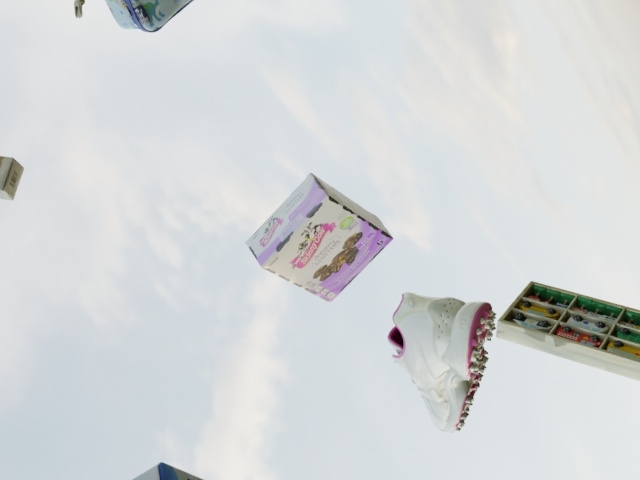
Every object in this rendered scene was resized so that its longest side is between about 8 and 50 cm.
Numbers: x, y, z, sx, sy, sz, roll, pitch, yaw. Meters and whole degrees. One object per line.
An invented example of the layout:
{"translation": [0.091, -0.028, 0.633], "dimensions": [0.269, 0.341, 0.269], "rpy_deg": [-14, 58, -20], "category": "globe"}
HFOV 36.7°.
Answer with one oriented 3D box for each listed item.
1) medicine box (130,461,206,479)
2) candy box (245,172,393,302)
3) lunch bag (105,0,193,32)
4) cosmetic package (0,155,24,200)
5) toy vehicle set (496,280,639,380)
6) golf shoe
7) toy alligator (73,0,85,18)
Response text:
{"translation": [-0.203, 0.548, 1.585], "dimensions": [0.289, 0.149, 0.264], "rpy_deg": [38, -154, -42], "category": "medicine box"}
{"translation": [0.000, 0.000, 1.618], "dimensions": [0.196, 0.165, 0.070], "rpy_deg": [30, -161, -47], "category": "candy box"}
{"translation": [-0.285, -0.478, 1.663], "dimensions": [0.219, 0.090, 0.176], "rpy_deg": [-45, -49, -29], "category": "lunch bag"}
{"translation": [-0.525, -0.102, 1.489], "dimensions": [0.041, 0.115, 0.060], "rpy_deg": [67, -148, -67], "category": "cosmetic package"}
{"translation": [0.456, 0.152, 1.652], "dimensions": [0.166, 0.266, 0.035], "rpy_deg": [-38, -44, -51], "category": "toy vehicle set"}
{"translation": [0.167, 0.170, 1.380], "dimensions": [0.306, 0.140, 0.115], "rpy_deg": [87, -155, -51], "category": "golf shoe"}
{"translation": [-0.312, -0.396, 1.324], "dimensions": [0.051, 0.190, 0.056], "rpy_deg": [-14, -136, -30], "category": "toy alligator"}
